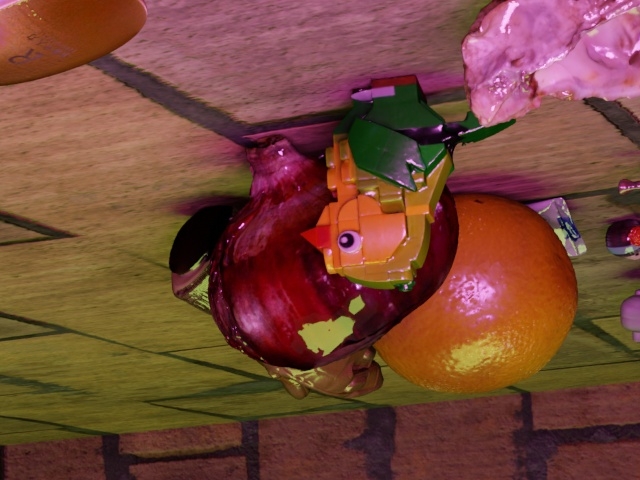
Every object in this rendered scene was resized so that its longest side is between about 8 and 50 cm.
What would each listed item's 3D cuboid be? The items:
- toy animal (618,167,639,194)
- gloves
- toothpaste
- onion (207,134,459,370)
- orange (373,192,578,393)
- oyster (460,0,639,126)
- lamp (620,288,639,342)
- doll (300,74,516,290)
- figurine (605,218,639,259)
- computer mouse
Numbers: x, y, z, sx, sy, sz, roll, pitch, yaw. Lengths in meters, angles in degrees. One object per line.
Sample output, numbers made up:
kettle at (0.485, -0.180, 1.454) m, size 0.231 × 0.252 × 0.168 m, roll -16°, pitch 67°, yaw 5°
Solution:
toy animal at (0.395, -0.078, 1.673) m, size 0.149 × 0.054 × 0.275 m, roll 4°, pitch 169°, yaw -19°
gloves at (-0.025, 0.081, 1.911) m, size 0.331 × 0.154 × 0.141 m, roll 37°, pitch 162°, yaw -36°
toothpaste at (0.139, 0.010, 1.996) m, size 0.323 × 0.066 × 0.100 m, roll -10°, pitch 136°, yaw 22°
onion at (0.000, 0.000, 1.605) m, size 0.252 × 0.219 × 0.252 m, roll -31°, pitch -160°, yaw 12°
orange at (0.158, 0.057, 1.855) m, size 0.236 × 0.236 × 0.236 m, roll -3°, pitch 168°, yaw -1°
oyster at (0.205, -0.151, 1.198) m, size 0.232 × 0.107 × 0.161 m, roll -17°, pitch 148°, yaw 0°
lamp at (0.514, 0.082, 2.341) m, size 0.179 × 0.108 × 0.246 m, roll 1°, pitch 175°, yaw -38°
doll at (0.065, -0.048, 1.452) m, size 0.134 × 0.186 × 0.106 m, roll 24°, pitch 174°, yaw 12°
figurine at (0.385, 0.000, 2.061) m, size 0.060 × 0.047 × 0.106 m, roll -2°, pitch 174°, yaw 43°
computer mouse at (-0.240, -0.143, 1.189) m, size 0.245 × 0.056 × 0.126 m, roll -6°, pitch 167°, yaw 20°
